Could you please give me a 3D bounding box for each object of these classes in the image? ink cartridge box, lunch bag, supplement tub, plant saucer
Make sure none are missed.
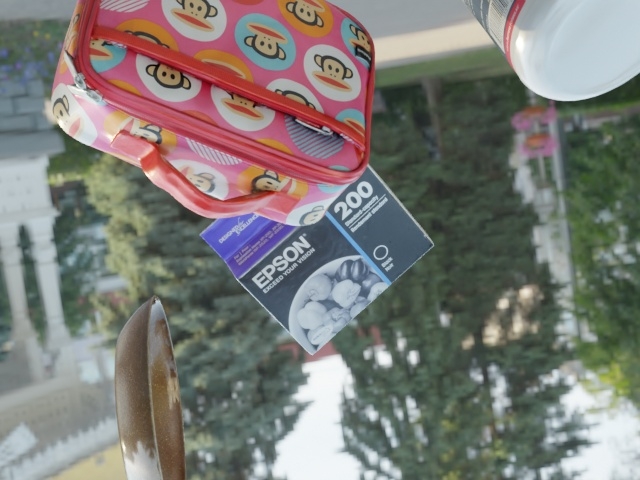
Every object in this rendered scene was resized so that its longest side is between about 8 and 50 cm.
[{"bbox_3d":[0.000,0.000,1.368,0.206,0.208,0.045,-42,-152,1],"label":"ink cartridge box"},{"bbox_3d":[-0.096,-0.139,1.068,0.293,0.258,0.120,20,143,-20],"label":"lunch bag"},{"bbox_3d":[0.231,-0.294,1.187,0.191,0.272,0.191,-17,143,-13],"label":"supplement tub"},{"bbox_3d":[-0.147,0.148,0.994,0.036,0.199,0.198,-7,-176,-1],"label":"plant saucer"}]
